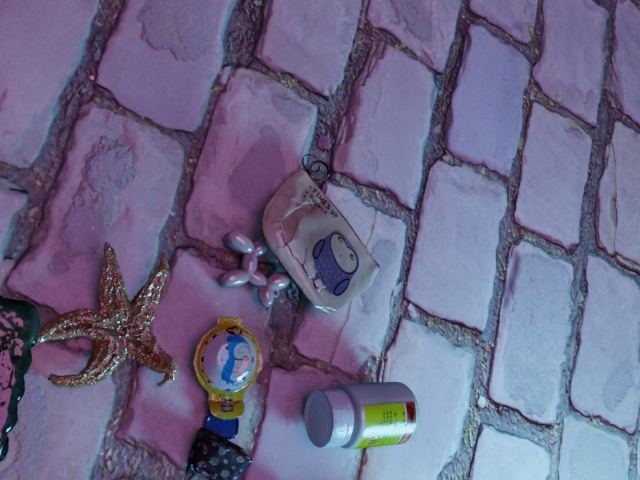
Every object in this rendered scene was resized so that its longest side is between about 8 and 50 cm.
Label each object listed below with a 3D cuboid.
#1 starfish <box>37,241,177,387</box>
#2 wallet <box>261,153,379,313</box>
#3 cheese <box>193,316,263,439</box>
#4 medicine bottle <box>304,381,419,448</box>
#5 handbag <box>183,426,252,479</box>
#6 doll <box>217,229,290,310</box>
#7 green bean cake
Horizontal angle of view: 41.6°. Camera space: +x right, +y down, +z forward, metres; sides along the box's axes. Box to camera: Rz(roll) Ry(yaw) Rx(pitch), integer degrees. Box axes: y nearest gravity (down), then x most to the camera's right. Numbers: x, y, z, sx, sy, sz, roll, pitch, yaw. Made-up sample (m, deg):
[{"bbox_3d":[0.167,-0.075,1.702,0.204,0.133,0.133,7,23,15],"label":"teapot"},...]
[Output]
[{"bbox_3d":[-0.401,0.152,1.630,0.299,0.060,0.303,20,73,-20],"label":"starfish"},{"bbox_3d":[-0.001,0.000,1.893,0.335,0.068,0.275,54,45,-11],"label":"wallet"},{"bbox_3d":[-0.190,0.282,1.726,0.156,0.064,0.250,6,87,-29],"label":"cheese"},{"bbox_3d":[0.090,0.379,1.828,0.225,0.139,0.139,4,76,-31],"label":"medicine bottle"},{"bbox_3d":[-0.216,0.458,1.665,0.115,0.072,0.139,34,78,-24],"label":"handbag"},{"bbox_3d":[-0.139,0.067,1.815,0.160,0.059,0.161,14,70,-27],"label":"doll"},{"bbox_3d":[-0.653,0.220,1.394,0.307,0.169,0.300,20,66,-25],"label":"green bean cake"}]
